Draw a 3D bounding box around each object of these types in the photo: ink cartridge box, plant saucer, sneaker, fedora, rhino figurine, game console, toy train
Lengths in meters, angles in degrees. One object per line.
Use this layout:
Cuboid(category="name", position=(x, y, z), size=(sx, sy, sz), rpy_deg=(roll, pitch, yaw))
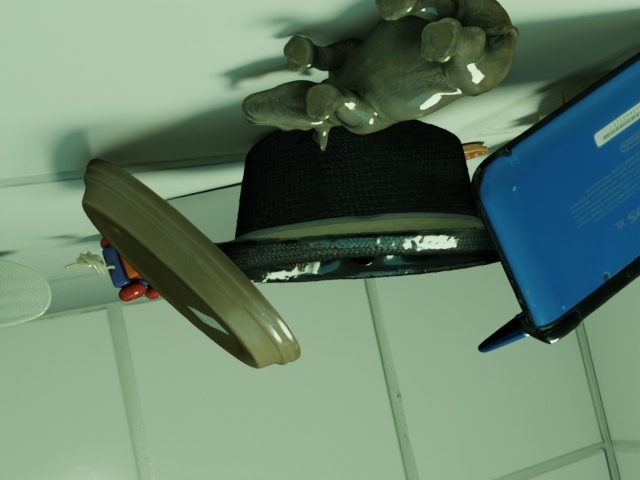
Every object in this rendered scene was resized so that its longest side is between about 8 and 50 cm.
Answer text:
Cuboid(category="ink cartridge box", position=(-0.122, 0.002, 1.178), size=(0.128, 0.127, 0.176), rpy_deg=(-12, 175, 5))
Cuboid(category="plant saucer", position=(0.194, -0.122, 1.199), size=(0.083, 0.013, 0.083), rpy_deg=(-12, 176, -1))
Cuboid(category="sneaker", position=(-0.559, 0.085, 1.287), size=(0.293, 0.108, 0.169), rpy_deg=(0, 174, -15))
Cuboid(category="fedora", position=(0.039, -0.044, 0.877), size=(0.334, 0.152, 0.334), rpy_deg=(-4, 173, -1))
Cuboid(category="rhino figurine", position=(0.030, -0.112, 0.600), size=(0.106, 0.073, 0.243), rpy_deg=(-3, 172, -43))
Cuboid(category="game console", position=(0.256, -0.042, 0.804), size=(0.293, 0.250, 0.173), rpy_deg=(-34, -157, -14))
Cuboid(category="toy train", position=(-0.257, 0.020, 1.281), size=(0.143, 0.105, 0.248), rpy_deg=(-24, 172, 13))
Cuboid(category="plant saucer", position=(-0.134, 0.033, 0.828), size=(0.041, 0.278, 0.278), rpy_deg=(-48, -174, -16))

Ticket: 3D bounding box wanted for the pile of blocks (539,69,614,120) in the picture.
Cuboid(category="pile of blocks", position=(0.308, -0.092, 1.037), size=(0.113, 0.149, 0.362), rpy_deg=(-13, 175, 12))
